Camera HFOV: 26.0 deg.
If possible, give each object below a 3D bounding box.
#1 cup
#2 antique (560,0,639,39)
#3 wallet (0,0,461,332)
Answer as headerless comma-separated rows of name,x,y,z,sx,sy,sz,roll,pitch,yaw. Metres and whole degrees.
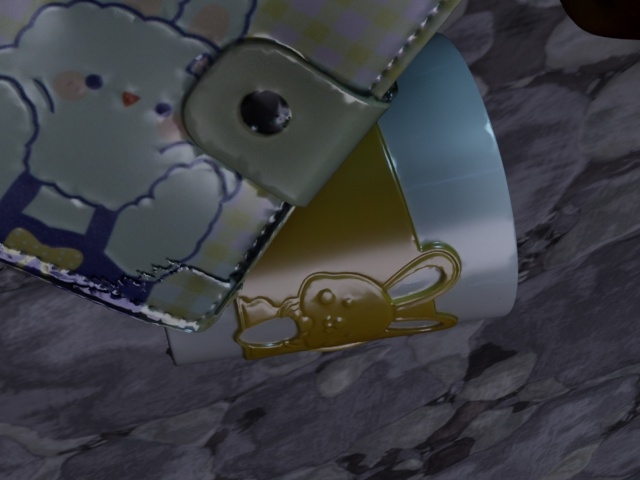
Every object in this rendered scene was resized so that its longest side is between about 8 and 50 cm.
cup,0.000,0.000,0.888,0.226,0.185,0.241,-14,141,-8
antique,0.238,-0.196,0.748,0.223,0.129,0.278,-14,170,-35
wallet,-0.076,-0.099,0.678,0.223,0.077,0.309,25,121,-23
